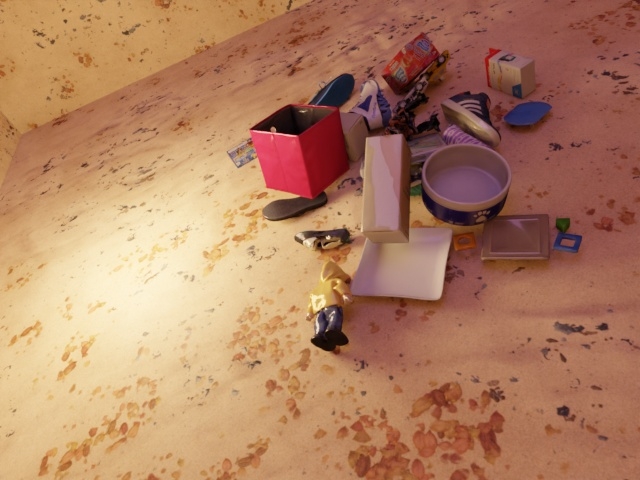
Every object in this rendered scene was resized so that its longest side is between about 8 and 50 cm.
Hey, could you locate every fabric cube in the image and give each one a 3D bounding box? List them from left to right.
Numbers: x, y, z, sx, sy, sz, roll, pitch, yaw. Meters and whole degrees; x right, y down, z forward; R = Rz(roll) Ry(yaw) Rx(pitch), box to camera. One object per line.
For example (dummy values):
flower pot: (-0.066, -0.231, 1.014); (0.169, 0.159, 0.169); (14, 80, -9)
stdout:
fabric cube: (-0.074, -0.350, 1.901); (0.258, 0.258, 0.254); (16, 45, 35)

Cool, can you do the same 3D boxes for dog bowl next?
dog bowl: (0.446, -0.175, 1.534); (0.264, 0.104, 0.265); (-4, 52, 5)

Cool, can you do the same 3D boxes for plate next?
plate: (0.253, 0.073, 1.516); (0.277, 0.045, 0.278); (0, 48, 26)

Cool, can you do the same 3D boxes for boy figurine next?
boy figurine: (0.024, 0.185, 1.476); (0.177, 0.092, 0.285); (-34, 32, 29)

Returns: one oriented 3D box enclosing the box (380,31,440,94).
box: (0.381, -0.756, 2.129); (0.128, 0.123, 0.257); (-41, 4, -16)

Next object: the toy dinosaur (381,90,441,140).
toy dinosaur: (0.331, -0.465, 1.923); (0.218, 0.164, 0.322); (-26, 35, 30)

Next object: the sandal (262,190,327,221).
sandal: (-0.094, -0.119, 1.874); (0.254, 0.055, 0.097); (-15, 50, -2)

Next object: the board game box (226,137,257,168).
board game box: (-0.323, -0.422, 2.286); (0.201, 0.035, 0.136); (-31, 43, -7)

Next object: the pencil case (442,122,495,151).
pencil case: (0.524, -0.342, 1.774); (0.088, 0.086, 0.206); (-20, 43, -12)

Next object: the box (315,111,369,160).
box: (0.066, -0.429, 2.026); (0.232, 0.149, 0.127); (15, 56, 36)

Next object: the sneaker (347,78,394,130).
sneaker: (0.190, -0.569, 2.123); (0.182, 0.128, 0.316); (-20, 44, 2)

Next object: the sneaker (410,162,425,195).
sneaker: (0.349, -0.212, 1.708); (0.275, 0.110, 0.107); (-12, 58, -1)

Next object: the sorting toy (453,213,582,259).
sorting toy: (0.567, -0.002, 1.445); (0.347, 0.047, 0.196); (-1, 43, 24)

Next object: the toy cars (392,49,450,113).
toy cars: (0.447, -0.658, 2.111); (0.394, 0.087, 0.176); (-52, 7, -26)

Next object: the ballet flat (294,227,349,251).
ballet flat: (0.000, 0.000, 1.691); (0.203, 0.074, 0.074); (-5, 46, 17)

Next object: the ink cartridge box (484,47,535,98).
ink cartridge box: (0.732, -0.666, 1.959); (0.078, 0.134, 0.231); (-35, 42, -10)

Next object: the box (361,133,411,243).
box: (0.208, -0.156, 1.537); (0.121, 0.148, 0.312); (-2, 76, 21)

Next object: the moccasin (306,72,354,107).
moccasin: (0.017, -0.668, 2.298); (0.342, 0.138, 0.116); (-44, 41, -21)

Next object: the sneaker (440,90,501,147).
sneaker: (0.588, -0.467, 1.831); (0.148, 0.131, 0.350); (-30, 42, 2)

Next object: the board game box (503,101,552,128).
board game box: (0.758, -0.454, 1.814); (0.168, 0.033, 0.133); (-40, 39, -23)

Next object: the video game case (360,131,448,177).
video game case: (0.295, -0.314, 1.788); (0.299, 0.036, 0.329); (-14, 17, 12)
